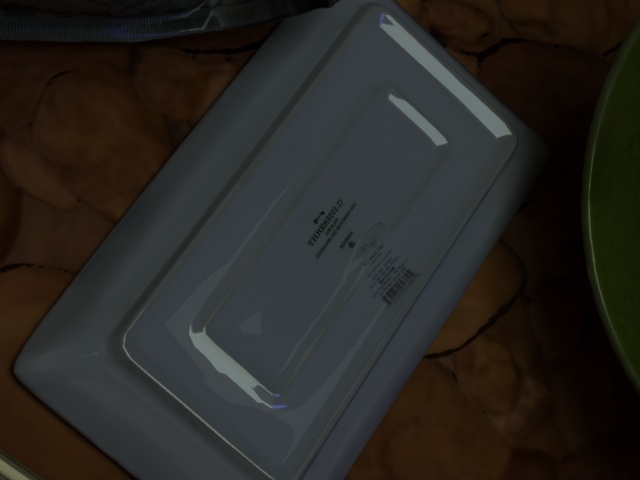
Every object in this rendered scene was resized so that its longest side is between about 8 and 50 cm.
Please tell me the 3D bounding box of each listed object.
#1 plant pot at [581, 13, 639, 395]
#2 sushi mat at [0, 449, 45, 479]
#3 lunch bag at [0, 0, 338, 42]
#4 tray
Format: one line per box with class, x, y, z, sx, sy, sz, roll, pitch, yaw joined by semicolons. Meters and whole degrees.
plant pot;0.313;-0.011;0.799;0.294;0.275;0.274;6;69;-53
sushi mat;-0.227;0.081;0.604;0.316;0.019;0.151;37;61;-13
lunch bag;-0.112;-0.208;0.683;0.287;0.169;0.235;-6;73;-38
tray;0.000;0.000;0.751;0.145;0.030;0.270;42;58;-11
